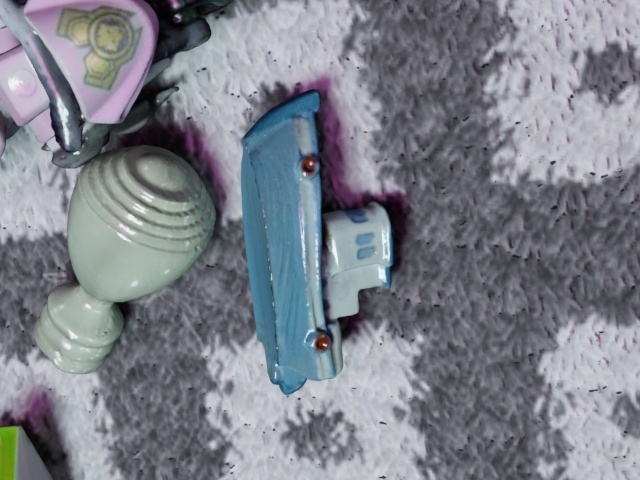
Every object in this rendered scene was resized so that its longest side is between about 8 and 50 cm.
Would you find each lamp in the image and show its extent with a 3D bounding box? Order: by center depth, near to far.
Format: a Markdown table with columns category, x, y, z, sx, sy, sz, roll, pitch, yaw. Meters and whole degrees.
| category | x | y | z | sx | sy | sz | roll | pitch | yaw |
| --- | --- | --- | --- | --- | --- | --- | --- | --- | --- |
| lamp | -0.152 | 0.012 | 1.067 | 0.106 | 0.106 | 0.193 | 38 | 121 | 5 |

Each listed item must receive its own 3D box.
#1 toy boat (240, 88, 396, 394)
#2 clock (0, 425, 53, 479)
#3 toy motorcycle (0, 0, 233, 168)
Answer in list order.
| category | x | y | z | sx | sy | sz | roll | pitch | yaw |
| --- | --- | --- | --- | --- | --- | --- | --- | --- | --- |
| toy boat | 0.000 | 0.000 | 1.030 | 0.102 | 0.088 | 0.215 | -10 | 102 | -15 |
| clock | -0.307 | 0.289 | 1.147 | 0.235 | 0.166 | 0.309 | -7 | 100 | 19 |
| toy motorcycle | -0.208 | -0.110 | 1.000 | 0.327 | 0.188 | 0.143 | -24 | 102 | 21 |
